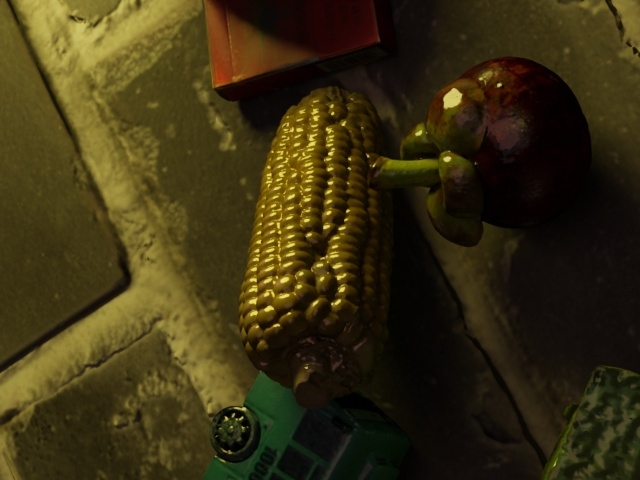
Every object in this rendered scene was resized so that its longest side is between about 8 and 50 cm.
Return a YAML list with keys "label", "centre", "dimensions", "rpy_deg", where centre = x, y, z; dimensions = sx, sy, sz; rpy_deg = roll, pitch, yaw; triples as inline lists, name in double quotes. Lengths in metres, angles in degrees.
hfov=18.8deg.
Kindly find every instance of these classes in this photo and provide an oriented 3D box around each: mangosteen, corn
- label: "mangosteen"
  centre: [0.142, -0.071, 1.627]
  dimensions: [0.146, 0.181, 0.155]
  rpy_deg: [5, 111, 54]
- label: "corn"
  centre: [0.000, 0.000, 1.655]
  dimensions: [0.130, 0.130, 0.347]
  rpy_deg: [-19, 42, 20]

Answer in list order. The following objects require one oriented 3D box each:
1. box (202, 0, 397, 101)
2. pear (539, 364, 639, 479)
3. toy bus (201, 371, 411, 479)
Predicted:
- label: "box"
  centre: [-0.021, -0.205, 1.806]
  dimensions: [0.175, 0.048, 0.112]
  rpy_deg: [-13, 75, 22]
- label: "pear"
  centre: [0.263, 0.272, 1.535]
  dimensions: [0.239, 0.139, 0.288]
  rpy_deg: [24, 86, 12]
- label: "toy bus"
  centre: [-0.036, 0.235, 1.678]
  dimensions: [0.147, 0.128, 0.256]
  rpy_deg: [31, 94, 27]
